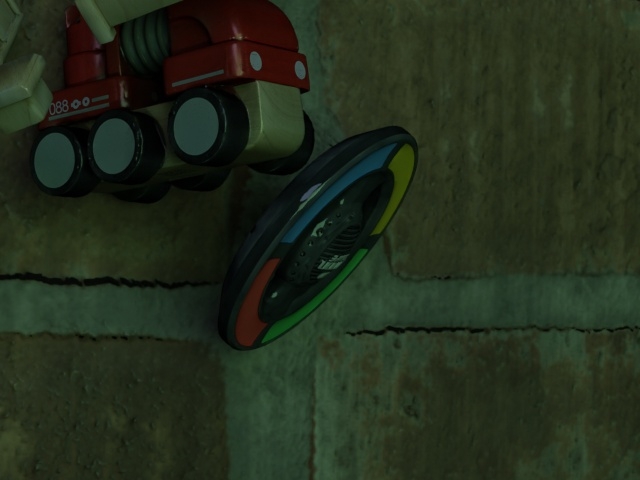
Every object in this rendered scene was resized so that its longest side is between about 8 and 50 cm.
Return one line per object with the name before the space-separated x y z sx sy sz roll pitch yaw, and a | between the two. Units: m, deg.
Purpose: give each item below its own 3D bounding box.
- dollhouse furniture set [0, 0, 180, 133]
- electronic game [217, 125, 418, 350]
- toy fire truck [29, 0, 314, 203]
dollhouse furniture set | -0.157 -0.240 1.090 0.303 0.355 0.174 -82 149 -52
electronic game | 0.000 0.000 1.264 0.048 0.229 0.229 41 66 16
toy fire truck | -0.115 -0.163 1.218 0.158 0.217 0.246 2 80 -56
